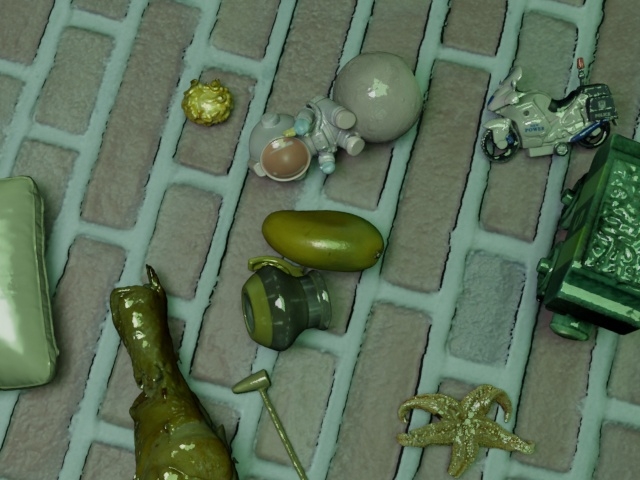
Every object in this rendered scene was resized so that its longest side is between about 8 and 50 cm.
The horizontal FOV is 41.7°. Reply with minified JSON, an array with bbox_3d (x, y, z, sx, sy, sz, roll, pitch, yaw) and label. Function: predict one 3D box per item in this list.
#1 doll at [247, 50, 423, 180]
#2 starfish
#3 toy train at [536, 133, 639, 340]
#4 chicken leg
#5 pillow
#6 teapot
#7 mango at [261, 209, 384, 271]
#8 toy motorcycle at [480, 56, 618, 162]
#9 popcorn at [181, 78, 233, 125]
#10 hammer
[{"bbox_3d":[0.014,-0.184,1.304,0.287,0.151,0.151,-27,81,0],"label":"doll"},{"bbox_3d":[0.220,0.283,1.259,0.210,0.053,0.150,18,84,0],"label":"starfish"},{"bbox_3d":[0.428,0.002,1.225,0.167,0.238,0.299,21,78,5],"label":"toy train"},{"bbox_3d":[-0.227,0.243,1.211,0.153,0.201,0.429,-10,72,-30],"label":"chicken leg"},{"bbox_3d":[-0.522,0.070,1.242,0.255,0.120,0.322,-9,82,-1],"label":"pillow"},{"bbox_3d":[-0.057,0.085,1.262,0.119,0.130,0.165,-9,47,-18],"label":"teapot"},{"bbox_3d":[0.002,0.002,1.273,0.191,0.122,0.085,4,118,5],"label":"mango"},{"bbox_3d":[0.361,-0.209,1.337,0.221,0.102,0.150,-8,100,0],"label":"toy motorcycle"},{"bbox_3d":[-0.182,-0.221,1.339,0.082,0.057,0.083,-35,86,-1],"label":"popcorn"},{"bbox_3d":[-0.069,0.294,1.262,0.060,0.028,0.195,-26,82,-1],"label":"hammer"}]
